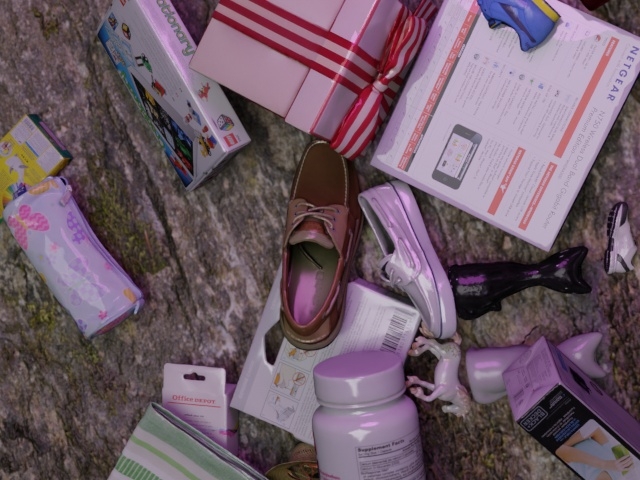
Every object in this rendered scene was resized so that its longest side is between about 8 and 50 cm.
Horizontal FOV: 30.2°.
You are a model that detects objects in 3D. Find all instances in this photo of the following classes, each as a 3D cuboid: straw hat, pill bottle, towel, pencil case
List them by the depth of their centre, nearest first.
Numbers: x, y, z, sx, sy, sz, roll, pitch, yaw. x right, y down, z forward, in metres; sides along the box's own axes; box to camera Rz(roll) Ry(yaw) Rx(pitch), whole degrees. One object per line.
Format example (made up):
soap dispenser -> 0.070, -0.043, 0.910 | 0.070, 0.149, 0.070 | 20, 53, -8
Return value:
pill bottle -> 0.073, 0.318, 1.770 | 0.160, 0.160, 0.283 | -5, 100, 16
straw hat -> -0.021, 0.359, 1.908 | 0.144, 0.144, 0.061 | -10, 53, 16
towel -> -0.243, 0.446, 1.944 | 0.247, 0.038, 0.325 | 34, 119, 3
pencil case -> -0.405, 0.028, 1.953 | 0.124, 0.113, 0.273 | -34, 86, -3

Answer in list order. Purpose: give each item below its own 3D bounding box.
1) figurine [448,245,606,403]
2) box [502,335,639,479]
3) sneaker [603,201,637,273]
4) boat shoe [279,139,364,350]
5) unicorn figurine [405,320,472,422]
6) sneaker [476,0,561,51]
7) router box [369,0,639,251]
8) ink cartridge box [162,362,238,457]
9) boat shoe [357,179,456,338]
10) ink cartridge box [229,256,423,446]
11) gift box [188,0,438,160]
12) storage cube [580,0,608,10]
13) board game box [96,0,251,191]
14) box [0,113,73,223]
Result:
figurine -> 0.314, 0.124, 1.781 | 0.209, 0.092, 0.215 | -11, 95, 12
box -> 0.399, 0.284, 1.693 | 0.290, 0.169, 0.087 | 42, 105, -10
sneaker -> 0.447, -0.004, 1.754 | 0.043, 0.040, 0.109 | 3, 101, -1
boat shoe -> 0.000, 0.000, 1.790 | 0.122, 0.120, 0.324 | 2, 74, 6
unicorn figurine -> 0.185, 0.210, 1.810 | 0.111, 0.060, 0.162 | 7, 102, -14
sneaker -> 0.238, -0.353, 1.664 | 0.209, 0.069, 0.082 | 46, 108, 6
router box -> 0.278, -0.198, 1.750 | 0.301, 0.082, 0.336 | 28, 103, 11
ink cartridge box -> -0.197, 0.295, 1.950 | 0.115, 0.067, 0.198 | 4, 99, 15
boat shoe -> 0.127, 0.035, 1.791 | 0.084, 0.095, 0.258 | -16, 70, -15
ink cartridge box -> 0.012, 0.187, 1.883 | 0.238, 0.060, 0.275 | 23, 102, 12
gift box -> 0.012, -0.280, 1.732 | 0.258, 0.276, 0.255 | 30, 101, 22
storage cube -> 0.395, -0.446, 1.631 | 0.215, 0.193, 0.184 | -34, 87, 16
board game box -> -0.234, -0.242, 1.843 | 0.305, 0.053, 0.193 | 60, 151, 2
box -> -0.514, -0.116, 2.002 | 0.179, 0.043, 0.105 | -42, 85, 14
